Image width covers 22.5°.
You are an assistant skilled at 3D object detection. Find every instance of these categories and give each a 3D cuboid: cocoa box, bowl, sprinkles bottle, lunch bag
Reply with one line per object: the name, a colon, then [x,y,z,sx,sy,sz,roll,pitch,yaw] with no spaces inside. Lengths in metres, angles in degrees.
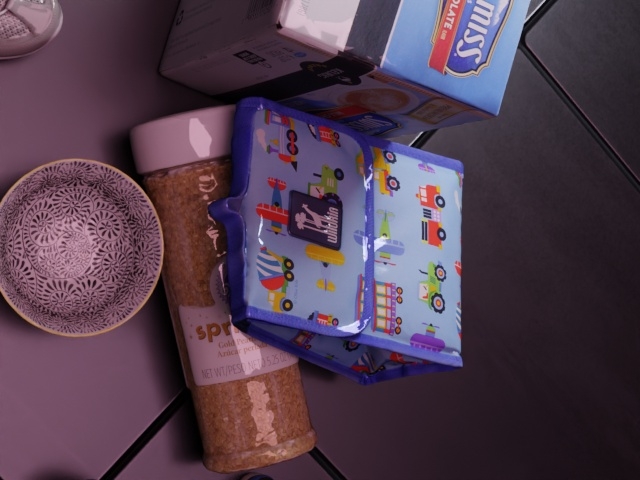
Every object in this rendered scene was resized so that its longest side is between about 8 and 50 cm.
cocoa box: [0.028,-0.241,1.553,0.228,0.347,0.231,21,81,-22]
bowl: [-0.244,0.007,1.567,0.170,0.080,0.170,0,89,-21]
sprinkles bottle: [-0.096,0.047,1.610,0.121,0.121,0.355,-14,93,-23]
lunch bag: [0.000,0.000,1.573,0.293,0.138,0.221,20,65,-44]

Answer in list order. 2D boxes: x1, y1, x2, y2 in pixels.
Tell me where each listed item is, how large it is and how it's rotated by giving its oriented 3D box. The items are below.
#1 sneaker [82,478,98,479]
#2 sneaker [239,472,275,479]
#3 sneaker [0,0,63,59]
sneaker: [-0.119,0.306,1.571,0.131,0.112,0.296,-40,116,18]
sneaker: [-0.043,0.314,1.639,0.058,0.084,0.152,-11,92,-24]
sneaker: [-0.372,-0.249,1.506,0.281,0.115,0.105,20,80,-21]
